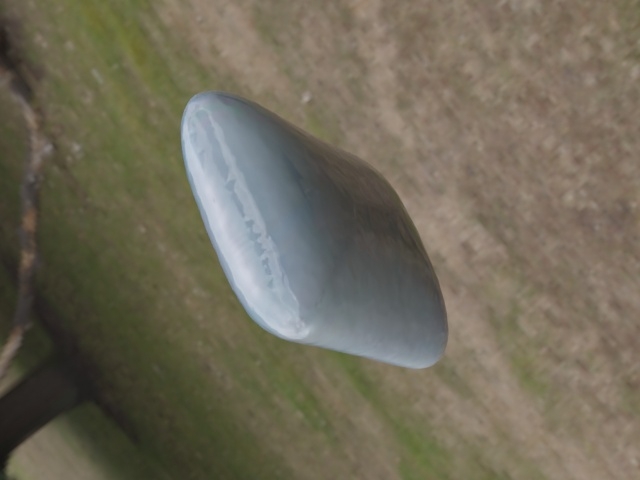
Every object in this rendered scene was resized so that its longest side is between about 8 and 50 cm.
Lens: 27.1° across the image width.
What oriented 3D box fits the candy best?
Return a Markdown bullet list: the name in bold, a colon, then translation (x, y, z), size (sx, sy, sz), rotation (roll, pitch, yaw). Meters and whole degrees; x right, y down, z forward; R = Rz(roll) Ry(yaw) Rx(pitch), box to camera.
- **candy**: translation (0.000, 0.000, 0.696), size (0.174, 0.071, 0.138), rotation (20, -139, -59)
